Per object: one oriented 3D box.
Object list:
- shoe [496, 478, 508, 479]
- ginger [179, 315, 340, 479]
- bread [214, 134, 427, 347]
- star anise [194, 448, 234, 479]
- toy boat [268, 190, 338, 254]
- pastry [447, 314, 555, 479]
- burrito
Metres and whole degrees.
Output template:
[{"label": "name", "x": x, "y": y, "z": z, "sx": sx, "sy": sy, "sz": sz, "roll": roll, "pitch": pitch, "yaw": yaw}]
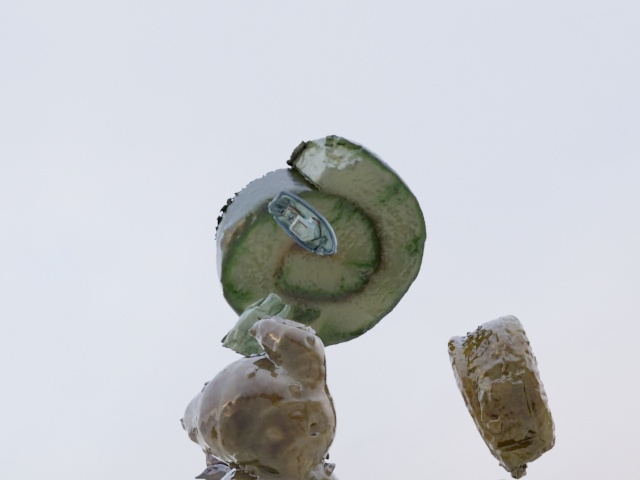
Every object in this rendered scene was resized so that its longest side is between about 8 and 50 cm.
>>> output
[{"label": "shoe", "x": 0.383, "y": 0.591, "z": 1.852, "sx": 0.124, "sy": 0.316, "sz": 0.159, "roll": -30, "pitch": -50, "yaw": 16}, {"label": "ginger", "x": -0.067, "y": 0.277, "z": 1.231, "sx": 0.256, "sy": 0.375, "sz": 0.176, "roll": 2, "pitch": 1, "yaw": 29}, {"label": "bread", "x": 0.000, "y": 0.000, "z": 1.791, "sx": 0.366, "sy": 0.129, "sz": 0.382, "roll": 2, "pitch": -70, "yaw": -18}, {"label": "star anise", "x": -0.130, "y": 0.485, "z": 2.185, "sx": 0.227, "sy": 0.218, "sz": 0.148, "roll": -31, "pitch": -21, "yaw": 6}, {"label": "toy boat", "x": -0.026, "y": -0.024, "z": 1.596, "sx": 0.059, "sy": 0.140, "sz": 0.066, "roll": -54, "pitch": -19, "yaw": 15}, {"label": "pastry", "x": 0.298, "y": 0.238, "z": 1.611, "sx": 0.132, "sy": 0.235, "sz": 0.240, "roll": -27, "pitch": -27, "yaw": 11}, {"label": "burrito", "x": -0.103, "y": 0.136, "z": 1.657, "sx": 0.074, "sy": 0.118, "sz": 0.044, "roll": 32, "pitch": -4, "yaw": 12}]
